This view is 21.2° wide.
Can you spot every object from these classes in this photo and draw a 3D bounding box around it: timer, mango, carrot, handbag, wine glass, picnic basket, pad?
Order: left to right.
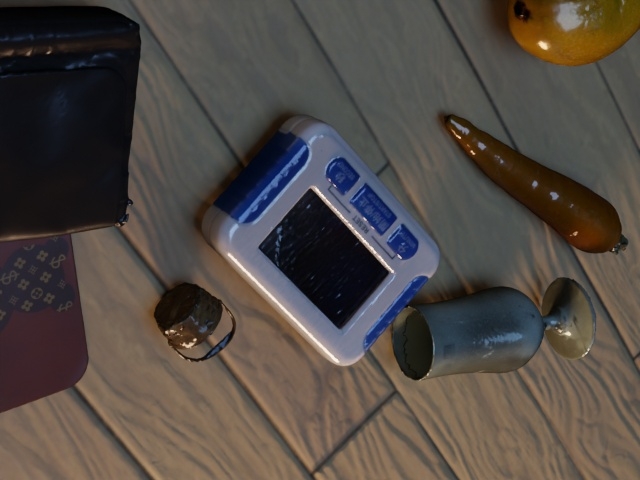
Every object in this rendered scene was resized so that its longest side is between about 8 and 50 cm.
[{"bbox_3d":[-0.319,0.048,1.661,0.181,0.004,0.267,-19,118,-28],"label":"pad"},{"bbox_3d":[-0.287,-0.108,1.580,0.247,0.080,0.223,-7,117,-33],"label":"handbag"},{"bbox_3d":[-0.126,0.090,1.773,0.072,0.072,0.083,-48,128,-11],"label":"picnic basket"},{"bbox_3d":[0.000,0.000,1.821,0.178,0.078,0.253,-48,126,-8],"label":"timer"},{"bbox_3d":[0.200,0.105,1.986,0.231,0.103,0.103,-6,111,-31],"label":"wine glass"},{"bbox_3d":[0.255,-0.060,1.987,0.336,0.069,0.069,30,89,-36],"label":"carrot"},{"bbox_3d":[0.314,-0.286,1.915,0.262,0.109,0.157,-25,111,-31],"label":"mango"}]
